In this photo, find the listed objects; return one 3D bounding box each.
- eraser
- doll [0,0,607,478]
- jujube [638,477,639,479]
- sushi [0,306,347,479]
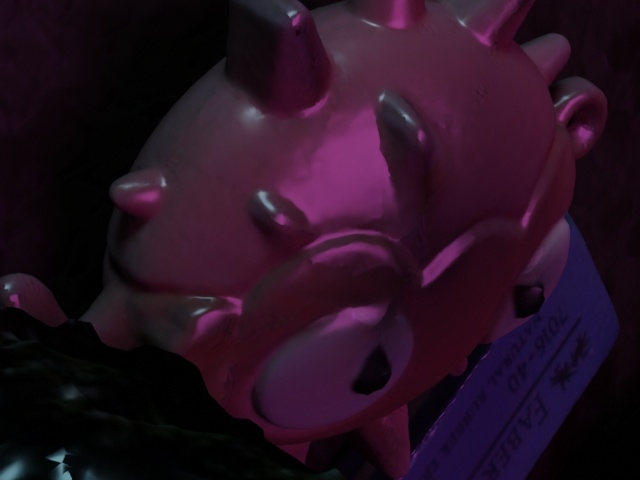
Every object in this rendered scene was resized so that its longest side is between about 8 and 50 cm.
[{"bbox_3d":[0.066,0.080,0.643,0.225,0.036,0.082,-51,133,-24],"label":"eraser"},{"bbox_3d":[0.000,0.000,0.491,0.262,0.093,0.211,-20,129,-32],"label":"doll"},{"bbox_3d":[0.260,0.195,0.765,0.232,0.213,0.213,20,88,-60],"label":"jujube"},{"bbox_3d":[-0.043,0.174,0.433,0.211,0.170,0.350,-49,136,-15],"label":"sushi"}]
